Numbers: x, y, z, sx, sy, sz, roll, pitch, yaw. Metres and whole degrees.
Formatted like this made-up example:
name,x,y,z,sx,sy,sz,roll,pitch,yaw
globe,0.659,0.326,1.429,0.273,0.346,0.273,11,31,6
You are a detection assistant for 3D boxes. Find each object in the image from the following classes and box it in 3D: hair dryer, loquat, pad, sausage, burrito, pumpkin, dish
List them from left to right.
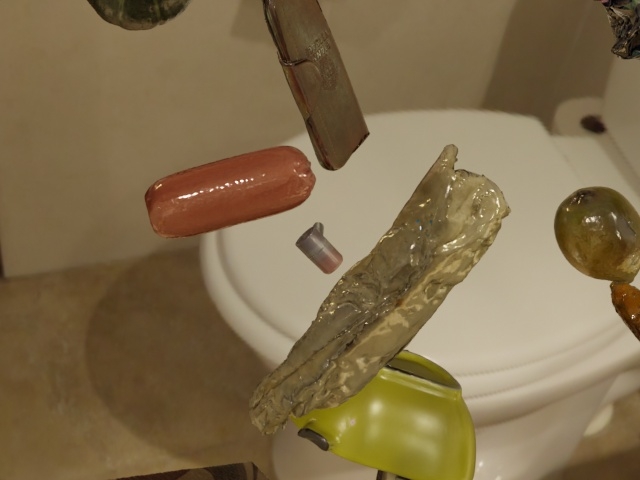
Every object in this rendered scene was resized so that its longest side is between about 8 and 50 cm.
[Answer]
name,x,y,z,sx,sy,sz,roll,pitch,yaw
pumpkin,-0.286,-0.434,1.489,0.211,0.152,0.212,1,72,-4
pad,-0.149,0.417,1.454,0.220,0.004,0.330,36,17,35
sausage,-0.080,-0.044,0.856,0.154,0.062,0.062,-15,49,2
hair dryer,0.000,0.000,1.358,0.063,0.037,0.114,45,17,-15
burrito,0.035,0.044,0.625,0.063,0.229,0.058,24,18,-51
dish,0.082,0.194,1.171,0.262,0.108,0.221,19,9,-25
loquat,0.501,-0.007,1.691,0.152,0.152,0.195,-45,109,-39

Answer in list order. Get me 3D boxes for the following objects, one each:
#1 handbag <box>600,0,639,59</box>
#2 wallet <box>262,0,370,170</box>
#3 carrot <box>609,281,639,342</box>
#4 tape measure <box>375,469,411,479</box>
name,x,y,z,sx,sy,sz,roll,pitch,yaw
handbag,0.408,-0.273,1.079,0.161,0.113,0.260,-10,5,29
wallet,-0.007,-0.218,1.230,0.031,0.255,0.137,-9,29,29
carrot,0.400,0.143,0.962,0.066,0.066,0.314,-14,45,-23
tape measure,0.133,0.450,1.600,0.132,0.231,0.271,13,87,3
